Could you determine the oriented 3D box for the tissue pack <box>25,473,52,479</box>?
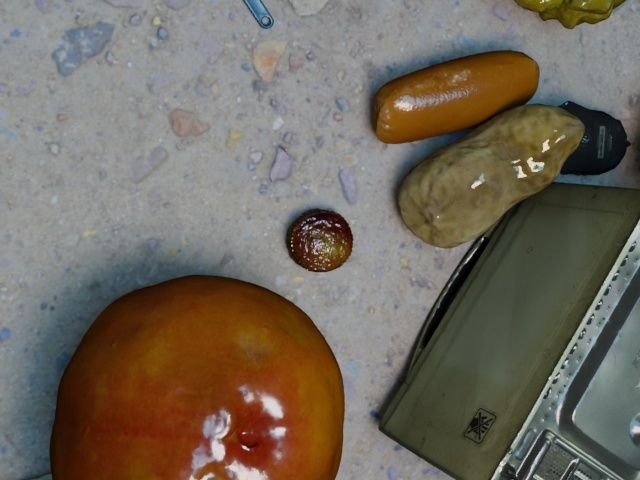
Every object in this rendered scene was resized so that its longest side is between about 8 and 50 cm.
[{"bbox_3d":[-0.380,0.449,1.253,0.228,0.128,0.310,-11,99,-18],"label":"tissue pack"}]

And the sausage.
[{"bbox_3d":[0.176,-0.189,1.414,0.238,0.098,0.098,-16,99,-16],"label":"sausage"}]

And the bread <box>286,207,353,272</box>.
[{"bbox_3d":[0.000,0.000,1.387,0.085,0.053,0.085,-1,94,-19],"label":"bread"}]

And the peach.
[{"bbox_3d":[-0.130,0.203,1.215,0.343,0.302,0.342,1,85,-15],"label":"peach"}]

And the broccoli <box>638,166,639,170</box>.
[{"bbox_3d":[0.601,-0.087,1.501,0.275,0.397,0.353,-28,81,21],"label":"broccoli"}]

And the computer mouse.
[{"bbox_3d":[0.348,-0.136,1.498,0.172,0.057,0.099,3,91,-30],"label":"computer mouse"}]

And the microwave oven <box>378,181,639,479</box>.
[{"bbox_3d":[0.311,0.155,1.365,0.247,0.333,0.394,35,82,-22],"label":"microwave oven"}]

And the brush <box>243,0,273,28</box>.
[{"bbox_3d":[-0.107,-0.331,1.350,0.051,0.014,0.164,-38,105,-11],"label":"brush"}]

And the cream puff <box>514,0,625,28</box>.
[{"bbox_3d":[0.327,-0.366,1.422,0.194,0.195,0.221,48,67,-16],"label":"cream puff"}]

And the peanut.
[{"bbox_3d":[0.217,-0.086,1.395,0.253,0.137,0.122,-32,95,0],"label":"peanut"}]
